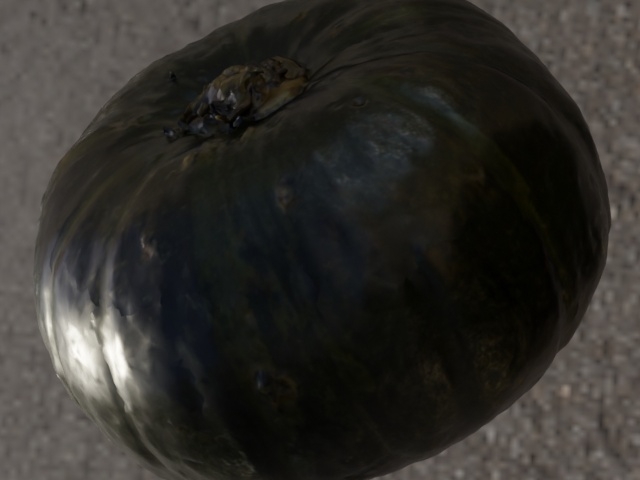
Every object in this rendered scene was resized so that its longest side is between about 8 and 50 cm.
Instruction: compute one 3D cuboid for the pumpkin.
[{"bbox_3d":[0.000,0.000,0.720,0.224,0.224,0.157,44,163,56],"label":"pumpkin"}]
